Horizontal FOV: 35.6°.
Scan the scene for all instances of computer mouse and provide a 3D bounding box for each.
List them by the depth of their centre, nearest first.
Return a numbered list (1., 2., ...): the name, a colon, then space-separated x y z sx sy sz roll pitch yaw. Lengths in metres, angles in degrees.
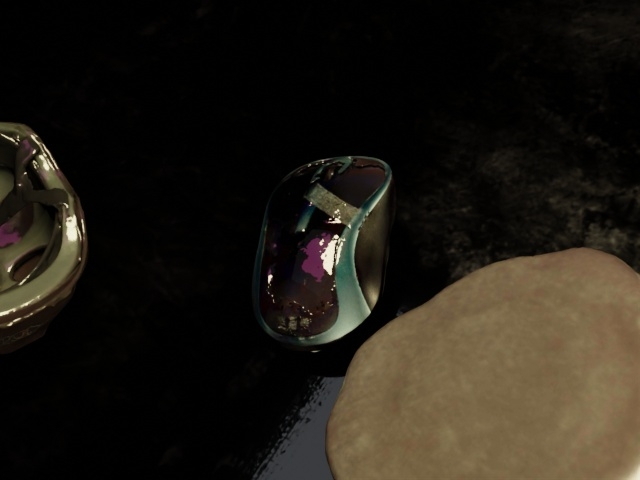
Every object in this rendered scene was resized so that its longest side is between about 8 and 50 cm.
1. computer mouse: 0.000 0.000 1.023 0.137 0.096 0.233 1 58 21

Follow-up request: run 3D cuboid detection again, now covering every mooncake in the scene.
1. mooncake: 0.162 0.154 0.792 0.306 0.154 0.306 -20 44 20

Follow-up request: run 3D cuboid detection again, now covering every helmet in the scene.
1. helmet: -0.371 0.023 1.085 0.225 0.177 0.305 -13 56 -19
